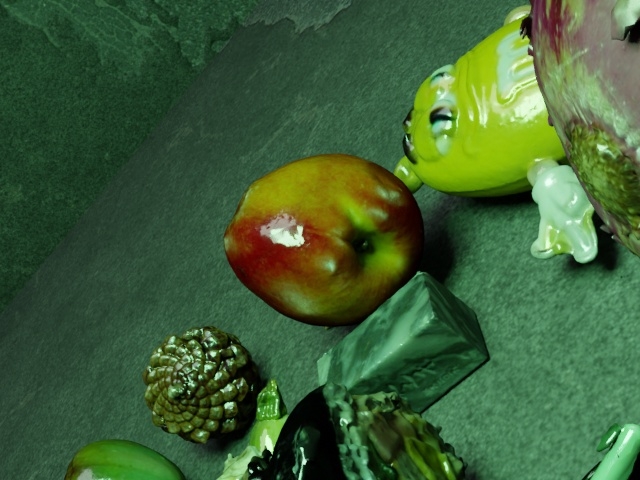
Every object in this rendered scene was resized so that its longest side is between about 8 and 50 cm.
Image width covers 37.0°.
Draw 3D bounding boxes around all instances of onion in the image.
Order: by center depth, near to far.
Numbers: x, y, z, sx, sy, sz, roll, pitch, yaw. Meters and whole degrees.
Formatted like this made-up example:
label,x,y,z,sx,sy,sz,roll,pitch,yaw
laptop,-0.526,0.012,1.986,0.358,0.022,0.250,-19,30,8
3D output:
label,x,y,z,sx,sy,sz,roll,pitch,yaw
onion,0.313,-0.124,0.662,0.345,0.358,0.358,-40,27,20

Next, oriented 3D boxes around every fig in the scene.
label,x,y,z,sx,sy,sz,roll,pitch,yaw
fig,-0.260,0.347,1.255,0.191,0.181,0.181,-7,45,22

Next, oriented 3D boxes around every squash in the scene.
label,x,y,z,sx,sy,sz,roll,pitch,yaw
squash,-0.045,0.261,1.099,0.090,0.075,0.200,133,140,-59

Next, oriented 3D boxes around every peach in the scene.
label,x,y,z,sx,sy,sz,roll,pitch,yaw
peach,0.000,0.000,1.115,0.243,0.243,0.199,-165,69,-64

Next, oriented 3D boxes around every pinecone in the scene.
label,x,y,z,sx,sy,sz,roll,pitch,yaw
pinecone,-0.158,0.194,1.301,0.173,0.173,0.173,-40,27,26

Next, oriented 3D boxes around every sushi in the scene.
label,x,y,z,sx,sy,sz,roll,pitch,yaw
sushi,0.017,0.257,0.815,0.219,0.225,0.238,-45,19,32

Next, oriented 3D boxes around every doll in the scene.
label,x,y,z,sx,sy,sz,roll,pitch,yaw
doll,0.273,-0.159,1.016,0.423,0.161,0.348,-50,35,9

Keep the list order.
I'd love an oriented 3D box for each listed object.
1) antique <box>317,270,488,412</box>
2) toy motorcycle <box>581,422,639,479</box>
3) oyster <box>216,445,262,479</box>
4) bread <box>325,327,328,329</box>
label,x,y,z,sx,sy,sz,roll,pitch,yaw
antique,0.080,0.133,1.032,0.183,0.088,0.086,-43,26,21
toy motorcycle,0.185,0.288,0.615,0.331,0.125,0.196,-61,27,-10
oyster,-0.121,0.366,0.957,0.275,0.100,0.271,-58,-17,-30
bread,0.026,0.082,1.252,0.062,0.103,0.049,5,62,11
